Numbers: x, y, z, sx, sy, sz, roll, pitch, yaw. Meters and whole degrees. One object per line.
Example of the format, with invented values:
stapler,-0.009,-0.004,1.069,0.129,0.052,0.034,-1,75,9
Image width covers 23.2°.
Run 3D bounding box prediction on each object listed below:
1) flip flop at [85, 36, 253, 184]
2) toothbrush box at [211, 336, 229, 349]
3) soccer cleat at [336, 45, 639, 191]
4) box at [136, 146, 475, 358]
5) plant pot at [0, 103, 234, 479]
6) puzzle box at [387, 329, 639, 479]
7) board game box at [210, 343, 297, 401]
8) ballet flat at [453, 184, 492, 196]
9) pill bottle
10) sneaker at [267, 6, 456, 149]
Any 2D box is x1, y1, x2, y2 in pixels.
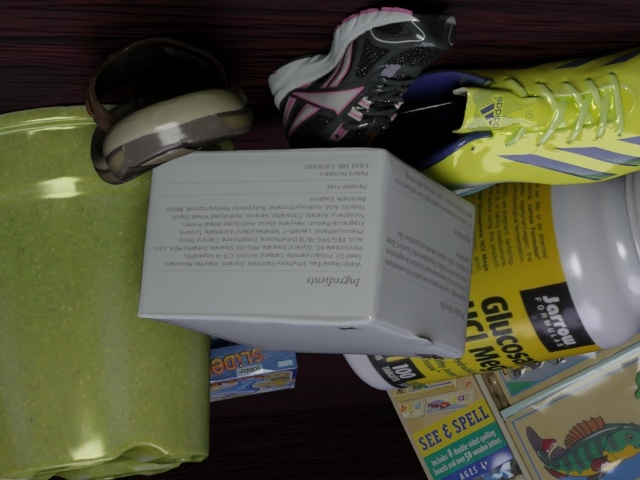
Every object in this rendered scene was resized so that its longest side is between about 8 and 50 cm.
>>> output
flip flop,-0.104,-0.088,0.976,0.112,0.080,0.277,-25,-173,-3
toothbrush box,-0.275,0.079,1.553,0.296,0.126,0.216,0,165,-37
soccer cleat,0.150,-0.089,1.135,0.289,0.093,0.121,-10,166,11
box,-0.005,0.013,1.100,0.182,0.119,0.181,0,169,25
plant pot,-0.189,0.057,1.205,0.276,0.253,0.276,-7,167,-2
puzzle box,0.275,0.123,1.540,0.409,0.272,0.052,-29,163,13
board game box,-0.125,0.139,1.555,0.201,0.035,0.136,-10,167,-4
ballet flat,0.156,-0.089,1.238,0.213,0.072,0.068,-13,141,18
pill bottle,0.184,0.022,1.442,0.334,0.187,0.188,-14,167,24
sneaker,0.033,-0.099,1.047,0.072,0.077,0.178,-1,166,-30
